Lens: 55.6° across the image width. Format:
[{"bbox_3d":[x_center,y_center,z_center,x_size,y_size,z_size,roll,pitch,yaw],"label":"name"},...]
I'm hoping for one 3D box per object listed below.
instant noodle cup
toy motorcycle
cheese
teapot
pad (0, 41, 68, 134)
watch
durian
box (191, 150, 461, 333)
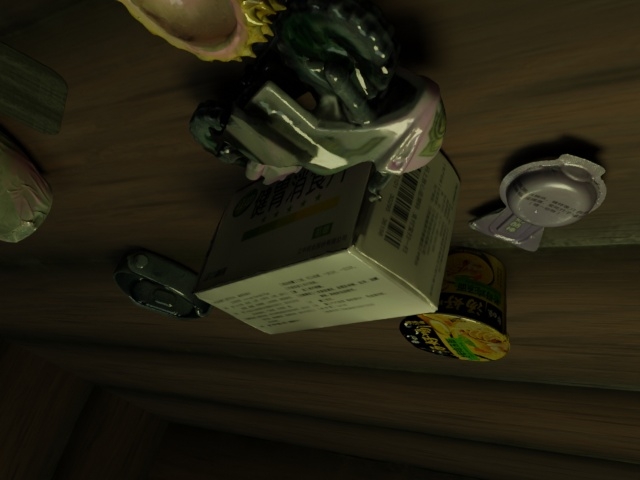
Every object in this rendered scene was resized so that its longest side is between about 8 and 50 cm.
[{"bbox_3d":[0.195,0.087,0.857,0.151,0.122,0.151,12,153,6],"label":"instant noodle cup"},{"bbox_3d":[-0.007,-0.114,0.591,0.188,0.143,0.327,29,157,-21],"label":"toy motorcycle"},{"bbox_3d":[0.243,-0.041,0.681,0.105,0.042,0.191,21,153,-4],"label":"cheese"},{"bbox_3d":[-0.531,-0.078,0.936,0.222,0.163,0.178,3,156,25],"label":"teapot"},{"bbox_3d":[-0.425,-0.231,0.707,0.250,0.055,0.323,27,168,-17],"label":"pad"},{"bbox_3d":[-0.312,0.097,1.228,0.206,0.068,0.193,22,153,-5],"label":"watch"},{"bbox_3d":[-0.100,-0.212,0.433,0.182,0.165,0.132,-18,174,40],"label":"durian"},{"bbox_3d":[0.001,0.000,0.754,0.145,0.173,0.333,33,149,-30],"label":"box"}]
